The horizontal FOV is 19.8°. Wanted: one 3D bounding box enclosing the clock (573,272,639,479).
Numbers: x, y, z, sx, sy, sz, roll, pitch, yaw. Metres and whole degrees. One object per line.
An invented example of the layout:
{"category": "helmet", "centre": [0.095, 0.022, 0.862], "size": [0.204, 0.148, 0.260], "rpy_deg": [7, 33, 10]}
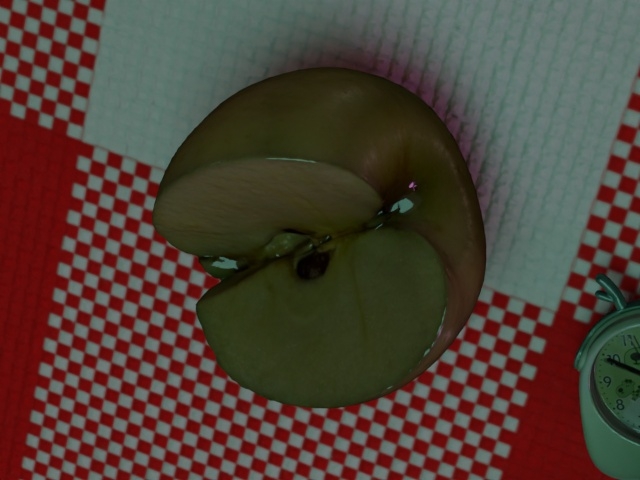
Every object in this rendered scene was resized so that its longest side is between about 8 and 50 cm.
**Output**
{"category": "clock", "centre": [0.315, 0.118, 1.685], "size": [0.159, 0.066, 0.211], "rpy_deg": [-5, 111, 21]}

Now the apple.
{"category": "apple", "centre": [0.007, -0.015, 1.639], "size": [0.257, 0.233, 0.295], "rpy_deg": [-19, 109, 43]}
